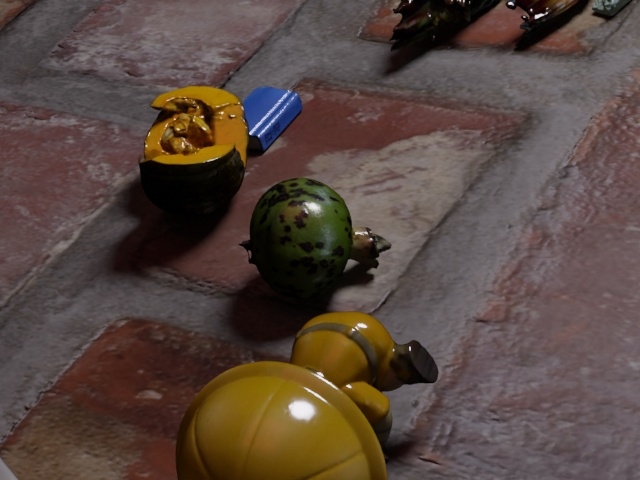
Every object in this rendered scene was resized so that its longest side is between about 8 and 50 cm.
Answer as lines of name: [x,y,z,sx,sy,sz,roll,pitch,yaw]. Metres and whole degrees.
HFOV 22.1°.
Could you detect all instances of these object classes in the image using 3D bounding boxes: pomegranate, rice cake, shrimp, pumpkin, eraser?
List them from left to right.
pumpkin: [-0.137,-0.086,1.786,0.119,0.107,0.183,-4,32,8]
eraser: [-0.068,-0.141,1.887,0.063,0.027,0.084,13,48,36]
pomegranate: [0.000,0.000,1.631,0.161,0.122,0.122,6,35,-15]
shrimp: [0.216,-0.287,1.922,0.178,0.075,0.289,24,42,38]
rice cake: [0.374,-0.318,1.915,0.033,0.029,0.171,24,56,33]

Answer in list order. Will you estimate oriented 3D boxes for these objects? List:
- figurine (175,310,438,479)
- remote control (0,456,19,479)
figurine: [-0.019,0.163,1.389,0.192,0.167,0.257,-12,34,32]
remote control: [-0.373,0.197,1.609,0.067,0.029,0.261,-34,42,-18]
